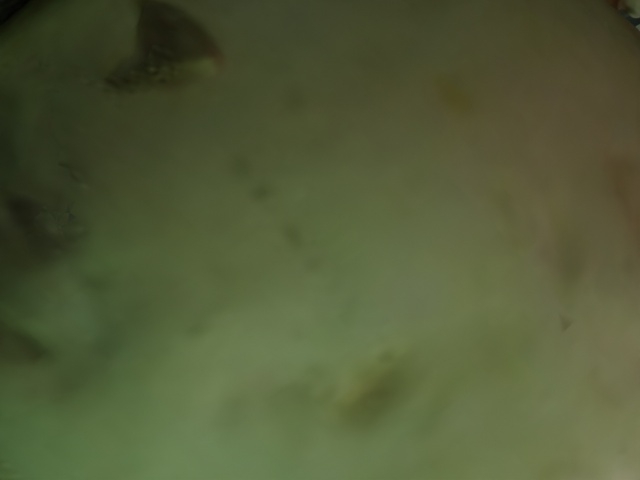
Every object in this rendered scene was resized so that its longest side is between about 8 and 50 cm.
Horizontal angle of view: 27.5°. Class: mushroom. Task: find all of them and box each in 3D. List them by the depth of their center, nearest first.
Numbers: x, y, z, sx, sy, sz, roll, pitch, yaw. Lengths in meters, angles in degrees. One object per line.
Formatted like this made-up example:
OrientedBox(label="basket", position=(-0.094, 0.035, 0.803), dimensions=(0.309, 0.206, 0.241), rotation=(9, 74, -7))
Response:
OrientedBox(label="mushroom", position=(-0.001, 0.013, 0.530), dimensions=(0.314, 0.314, 0.336), rotation=(-39, -160, 2))

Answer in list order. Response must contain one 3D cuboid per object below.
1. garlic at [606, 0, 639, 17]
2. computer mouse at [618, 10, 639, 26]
OrientedBox(label="garlic", position=(0.143, -0.180, 0.647), dimensions=(0.279, 0.132, 0.325), rotation=(-38, 175, 11))
OrientedBox(label="computer mouse", position=(0.184, -0.202, 1.013), dimensions=(0.371, 0.122, 0.188), rotation=(-31, 173, -11))
